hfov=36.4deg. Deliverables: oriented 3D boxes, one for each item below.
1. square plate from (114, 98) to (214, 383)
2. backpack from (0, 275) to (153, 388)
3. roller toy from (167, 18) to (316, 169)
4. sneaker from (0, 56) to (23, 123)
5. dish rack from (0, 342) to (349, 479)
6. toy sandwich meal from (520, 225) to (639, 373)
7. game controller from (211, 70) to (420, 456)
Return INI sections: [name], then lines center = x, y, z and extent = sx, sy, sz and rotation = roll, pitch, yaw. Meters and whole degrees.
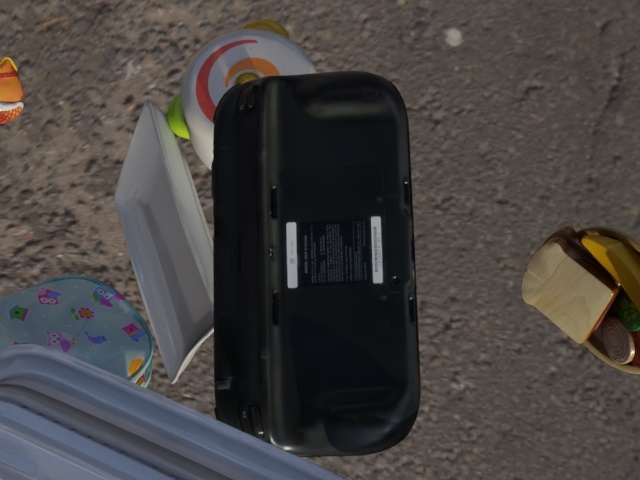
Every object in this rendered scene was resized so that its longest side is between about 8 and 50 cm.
[square plate]
center = -0.228, 0.013, 1.479
extent = 0.049, 0.347, 0.344
rotation = -13, 73, -24
[backpack]
center = -0.197, 0.104, 0.646
extent = 0.182, 0.115, 0.152
rotation = -23, 67, -44
[roller toy]
center = -0.093, -0.189, 1.351
extent = 0.209, 0.146, 0.191
rotation = -39, 74, -13
[sneaker]
center = -0.363, -0.135, 0.886
extent = 0.175, 0.064, 0.067
rotation = -8, 82, -20
[dish rack]
center = -0.120, 0.248, 0.497
extent = 0.285, 0.072, 0.333
rotation = 22, 98, 9
[toy sandwich meal]
center = 0.136, 0.030, 0.471
extent = 0.029, 0.085, 0.085
rotation = -23, 99, -29
[game controller]
center = -0.006, 0.014, 0.794
extent = 0.166, 0.067, 0.319
rotation = -2, 79, 2
